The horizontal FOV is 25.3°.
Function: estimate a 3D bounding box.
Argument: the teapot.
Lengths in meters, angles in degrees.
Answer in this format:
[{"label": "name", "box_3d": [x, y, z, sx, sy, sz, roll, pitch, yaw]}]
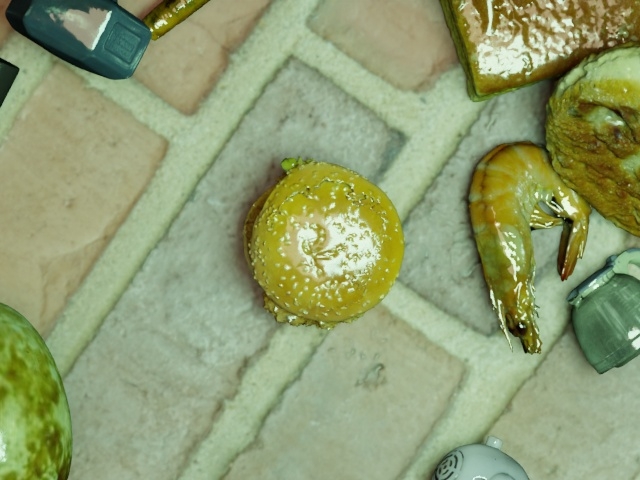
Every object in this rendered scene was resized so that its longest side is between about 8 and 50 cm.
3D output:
[{"label": "teapot", "box_3d": [0.349, 0.072, 1.627, 0.149, 0.111, 0.108, -36, 84, 0]}]

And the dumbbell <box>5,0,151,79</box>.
[{"label": "dumbbell", "box_3d": [-0.214, -0.340, 1.559, 0.156, 0.143, 0.316, 26, 89, -2]}]

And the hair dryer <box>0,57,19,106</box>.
[{"label": "hair dryer", "box_3d": [-0.470, -0.196, 1.583, 0.248, 0.070, 0.114, 26, 88, 0]}]

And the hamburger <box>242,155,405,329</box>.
[{"label": "hamburger", "box_3d": [0.000, 0.009, 1.596, 0.182, 0.118, 0.191, 35, 92, -1]}]

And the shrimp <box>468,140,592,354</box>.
[{"label": "shrimp", "box_3d": [0.241, 0.007, 1.642, 0.150, 0.068, 0.248, 3, 85, -10]}]

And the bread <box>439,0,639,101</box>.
[{"label": "bread", "box_3d": [0.258, -0.274, 1.614, 0.234, 0.110, 0.184, -16, 92, -5]}]

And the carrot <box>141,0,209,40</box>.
[{"label": "carrot", "box_3d": [-0.135, -0.292, 1.620, 0.171, 0.042, 0.042, -40, 93, 0]}]

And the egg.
[{"label": "egg", "box_3d": [-0.380, 0.204, 1.507, 0.238, 0.238, 0.289, 7, 82, -4]}]

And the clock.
[{"label": "clock", "box_3d": [0.160, 0.345, 1.600, 0.189, 0.189, 0.254, 28, 73, -4]}]

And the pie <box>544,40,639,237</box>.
[{"label": "pie", "box_3d": [0.383, -0.095, 1.544, 0.315, 0.315, 0.092, 32, 59, -4]}]
